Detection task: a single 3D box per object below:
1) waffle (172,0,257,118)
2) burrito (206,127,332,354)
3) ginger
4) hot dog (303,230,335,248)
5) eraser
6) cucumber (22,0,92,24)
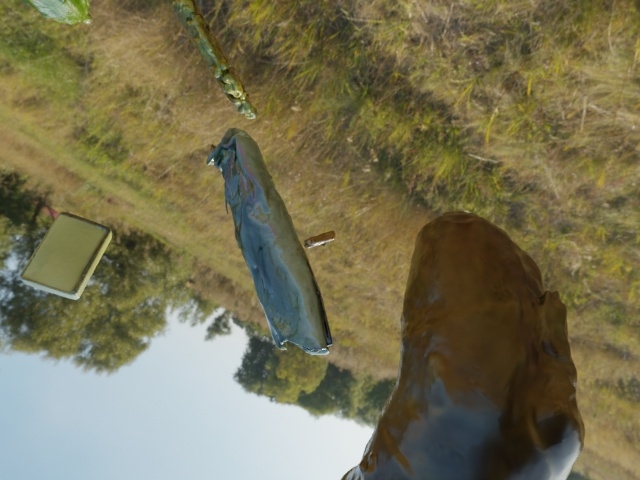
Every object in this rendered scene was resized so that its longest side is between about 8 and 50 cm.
[{"bbox_3d":[-0.252,-0.434,0.984,0.300,0.058,0.281,59,180,9],"label":"waffle"},{"bbox_3d":[-0.065,0.000,0.517,0.096,0.066,0.309,-40,70,52],"label":"burrito"},{"bbox_3d":[0.129,0.134,0.358,0.172,0.321,0.165,15,171,37],"label":"ginger"},{"bbox_3d":[0.000,0.000,1.221,0.049,0.122,0.037,-31,81,52],"label":"hot dog"},{"bbox_3d":[-0.556,0.033,0.918,0.117,0.172,0.058,20,152,-11],"label":"eraser"},{"bbox_3d":[-0.447,-0.432,0.672,0.134,0.134,0.244,27,174,3],"label":"cucumber"}]
